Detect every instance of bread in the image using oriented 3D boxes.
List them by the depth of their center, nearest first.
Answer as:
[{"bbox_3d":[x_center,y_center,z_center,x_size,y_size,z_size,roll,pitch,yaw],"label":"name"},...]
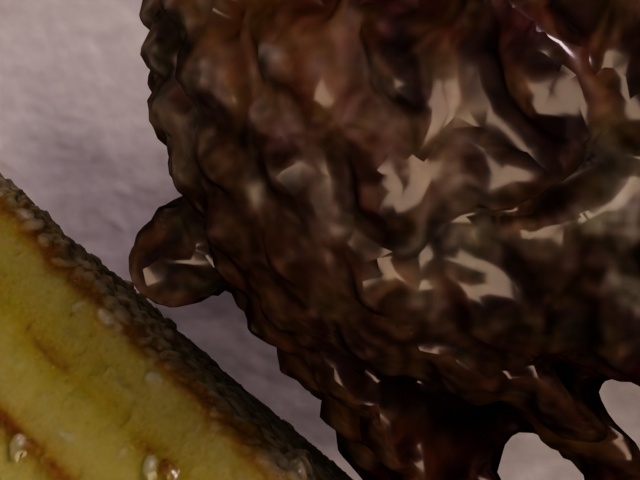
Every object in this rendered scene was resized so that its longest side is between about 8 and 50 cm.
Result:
[{"bbox_3d":[-0.072,0.092,0.602,0.110,0.234,0.184,-48,144,-6],"label":"bread"}]

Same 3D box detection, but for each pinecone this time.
[{"bbox_3d":[0.069,-0.063,0.499,0.296,0.242,0.298,-17,112,21],"label":"pinecone"}]
